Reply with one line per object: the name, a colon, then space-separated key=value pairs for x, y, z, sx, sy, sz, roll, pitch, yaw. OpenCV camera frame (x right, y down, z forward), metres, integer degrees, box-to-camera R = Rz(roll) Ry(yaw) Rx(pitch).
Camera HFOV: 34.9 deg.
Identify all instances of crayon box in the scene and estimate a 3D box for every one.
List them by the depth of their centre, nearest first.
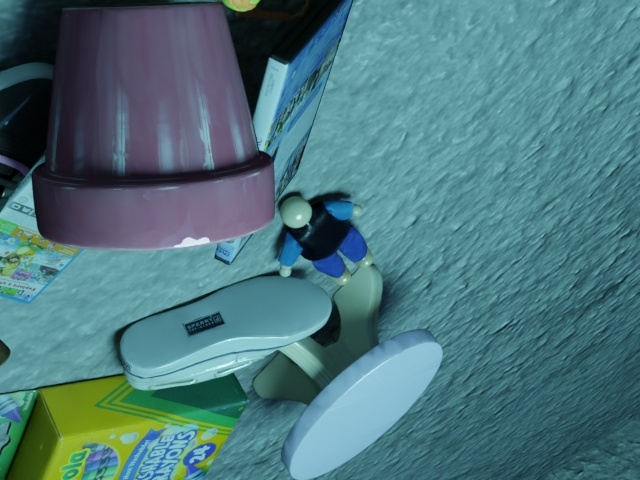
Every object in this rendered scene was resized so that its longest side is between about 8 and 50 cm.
crayon box: x=-0.274 y=0.267 z=1.315 sx=0.323 sy=0.083 sz=0.203 roll=-4 pitch=137 yaw=-38

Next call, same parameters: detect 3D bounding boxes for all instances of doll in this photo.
doll: x=0.000 y=0.000 z=1.248 sx=0.129 sy=0.046 sz=0.189 roll=-38 pitch=148 yaw=3

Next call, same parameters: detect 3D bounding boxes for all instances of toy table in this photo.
toy table: x=0.022 y=0.176 z=1.393 sx=0.274 sy=0.161 sz=0.252 roll=-41 pitch=147 yaw=9

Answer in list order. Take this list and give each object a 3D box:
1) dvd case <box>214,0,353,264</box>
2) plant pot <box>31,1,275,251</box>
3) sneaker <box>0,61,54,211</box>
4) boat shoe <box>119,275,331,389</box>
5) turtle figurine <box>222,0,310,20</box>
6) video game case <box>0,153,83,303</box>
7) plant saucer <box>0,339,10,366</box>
dvd case: x=-0.034 y=-0.116 z=0.992 sx=0.180 sy=0.022 sz=0.253 roll=-58 pitch=172 yaw=-47
plant pot: x=-0.139 y=-0.101 z=0.832 sx=0.201 sy=0.201 sz=0.180 roll=-12 pitch=108 yaw=-32
sneaker: x=-0.300 y=-0.011 z=0.867 sx=0.296 sy=0.147 sz=0.104 roll=-43 pitch=145 yaw=11
boat shoe: x=-0.115 y=0.123 z=1.261 sx=0.267 sy=0.096 sz=0.088 roll=-19 pitch=149 yaw=-21
turtle figurine: x=-0.025 y=-0.263 z=0.819 sx=0.217 sy=0.087 sz=0.269 roll=-49 pitch=155 yaw=18
video game case: x=-0.281 y=-0.007 z=1.011 sx=0.166 sy=0.015 sz=0.119 roll=-43 pitch=148 yaw=13
plant saucer: x=-0.392 y=0.109 z=0.945 sx=0.198 sy=0.198 sz=0.036 roll=-15 pitch=105 yaw=-29
